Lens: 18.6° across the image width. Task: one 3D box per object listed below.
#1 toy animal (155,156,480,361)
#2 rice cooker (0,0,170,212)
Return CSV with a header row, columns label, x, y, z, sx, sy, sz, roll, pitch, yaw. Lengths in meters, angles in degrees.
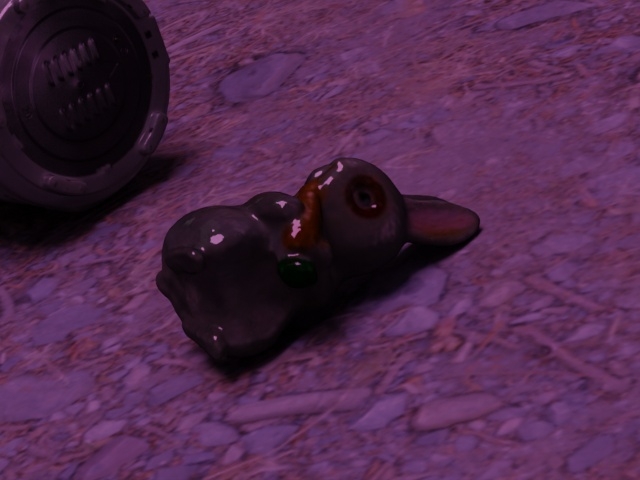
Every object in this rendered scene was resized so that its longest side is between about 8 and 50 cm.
label,x,y,z,sx,sy,sz,roll,pitch,yaw
toy animal,-0.007,-0.006,1.422,0.236,0.108,0.138,-31,24,-23
rice cooker,-0.281,-0.145,1.803,0.227,0.241,0.280,7,37,47
